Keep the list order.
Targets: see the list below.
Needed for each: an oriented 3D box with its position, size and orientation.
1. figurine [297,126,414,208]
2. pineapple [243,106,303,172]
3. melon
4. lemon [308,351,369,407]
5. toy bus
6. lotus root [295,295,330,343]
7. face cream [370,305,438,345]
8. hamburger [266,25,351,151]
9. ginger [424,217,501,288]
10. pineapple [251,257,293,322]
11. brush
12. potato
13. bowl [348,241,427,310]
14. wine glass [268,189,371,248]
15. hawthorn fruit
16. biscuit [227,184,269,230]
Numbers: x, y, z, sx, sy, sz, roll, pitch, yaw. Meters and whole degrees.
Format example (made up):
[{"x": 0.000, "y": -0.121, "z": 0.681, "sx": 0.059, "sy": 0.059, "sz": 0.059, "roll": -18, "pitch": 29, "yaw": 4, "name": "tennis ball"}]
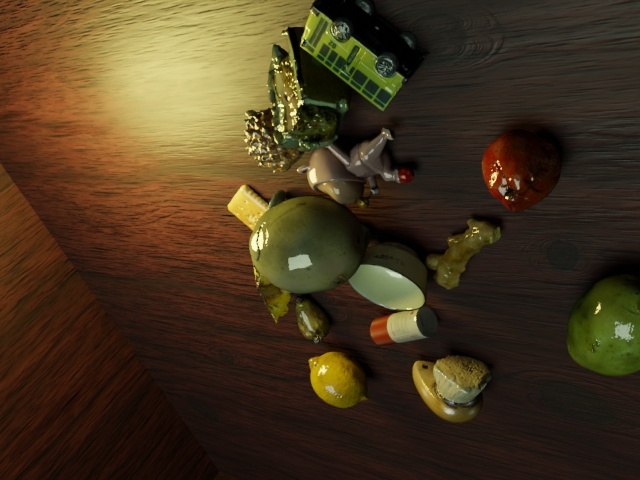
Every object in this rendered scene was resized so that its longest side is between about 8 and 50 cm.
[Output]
[{"x": 0.086, "y": -0.179, "z": 1.700, "sx": 0.287, "sy": 0.186, "sz": 0.176, "roll": -12, "pitch": 165, "yaw": 28, "name": "figurine"}, {"x": -0.130, "y": -0.280, "z": 1.780, "sx": 0.193, "sy": 0.166, "sz": 0.166, "roll": 44, "pitch": 143, "yaw": -3, "name": "pineapple"}, {"x": -0.039, "y": 0.014, "z": 1.792, "sx": 0.329, "sy": 0.269, "sz": 0.269, "roll": -8, "pitch": 124, "yaw": 31, "name": "melon"}, {"x": 0.066, "y": 0.505, "z": 2.412, "sx": 0.256, "sy": 0.188, "sz": 0.188, "roll": 34, "pitch": 143, "yaw": 4, "name": "lemon"}, {"x": 0.088, "y": -0.426, "z": 1.468, "sx": 0.262, "sy": 0.128, "sz": 0.150, "roll": 38, "pitch": 143, "yaw": 0, "name": "toy bus"}, {"x": -0.037, "y": 0.266, "z": 2.334, "sx": 0.108, "sy": 0.094, "sz": 0.191, "roll": -24, "pitch": 104, "yaw": 8, "name": "lotus root"}, {"x": 0.259, "y": 0.272, "z": 2.081, "sx": 0.096, "sy": 0.096, "sz": 0.214, "roll": 49, "pitch": 142, "yaw": -14, "name": "face cream"}, {"x": -0.022, "y": -0.350, "z": 1.589, "sx": 0.192, "sy": 0.288, "sz": 0.167, "roll": 8, "pitch": 156, "yaw": -38, "name": "hamburger"}, {"x": 0.380, "y": 0.033, "z": 1.756, "sx": 0.118, "sy": 0.065, "sz": 0.299, "roll": 49, "pitch": 144, "yaw": 8, "name": "ginger"}, {"x": -0.146, "y": 0.126, "z": 2.282, "sx": 0.250, "sy": 0.164, "sz": 0.140, "roll": 64, "pitch": 176, "yaw": -24, "name": "pineapple"}, {"x": 0.400, "y": 0.441, "z": 2.103, "sx": 0.266, "sy": 0.174, "sz": 0.166, "roll": 30, "pitch": 132, "yaw": 37, "name": "brush"}, {"x": 0.702, "y": 0.203, "z": 1.558, "sx": 0.215, "sy": 0.216, "sz": 0.304, "roll": 24, "pitch": 152, "yaw": 18, "name": "potato"}, {"x": 0.206, "y": 0.089, "z": 1.887, "sx": 0.237, "sy": 0.126, "sz": 0.238, "roll": 20, "pitch": 153, "yaw": 11, "name": "bowl"}, {"x": 0.000, "y": 0.000, "z": 2.028, "sx": 0.309, "sy": 0.096, "sz": 0.264, "roll": 23, "pitch": 146, "yaw": 18, "name": "wine glass"}, {"x": 0.434, "y": -0.147, "z": 1.439, "sx": 0.173, "sy": 0.179, "sz": 0.173, "roll": 3, "pitch": 153, "yaw": 1, "name": "hawthorn fruit"}, {"x": -0.186, "y": -0.062, "z": 2.156, "sx": 0.249, "sy": 0.030, "sz": 0.160, "roll": 42, "pitch": 143, "yaw": -4, "name": "biscuit"}]
